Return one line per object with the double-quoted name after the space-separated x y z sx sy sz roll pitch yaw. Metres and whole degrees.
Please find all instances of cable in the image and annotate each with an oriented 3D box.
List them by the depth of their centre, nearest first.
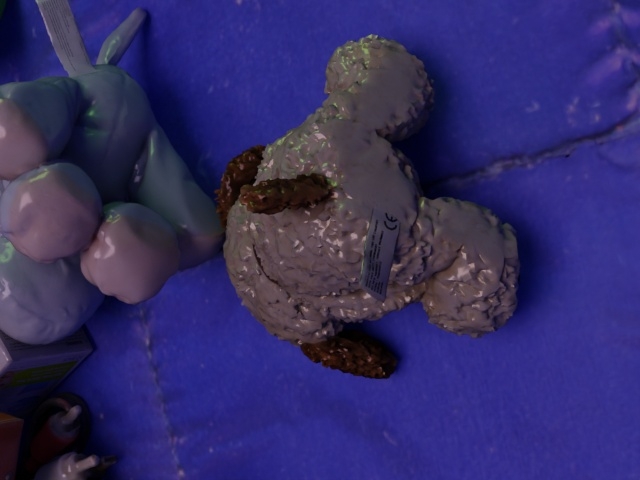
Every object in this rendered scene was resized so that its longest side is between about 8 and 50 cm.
-0.303 0.253 1.245 0.287 0.072 0.140 -35 68 29 "cable"

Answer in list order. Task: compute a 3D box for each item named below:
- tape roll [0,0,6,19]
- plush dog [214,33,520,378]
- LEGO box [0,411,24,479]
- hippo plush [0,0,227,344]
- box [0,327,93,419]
-0.438 -0.298 1.159 0.077 0.321 0.321 -24 79 31 "tape roll"
0.000 0.000 0.995 0.262 0.210 0.225 62 146 16 "plush dog"
-0.501 0.351 1.173 0.372 0.193 0.501 18 103 34 "LEGO box"
-0.256 -0.036 1.099 0.236 0.234 0.294 -36 69 31 "hippo plush"
-0.341 0.129 1.238 0.203 0.114 0.103 -43 69 27 "box"
